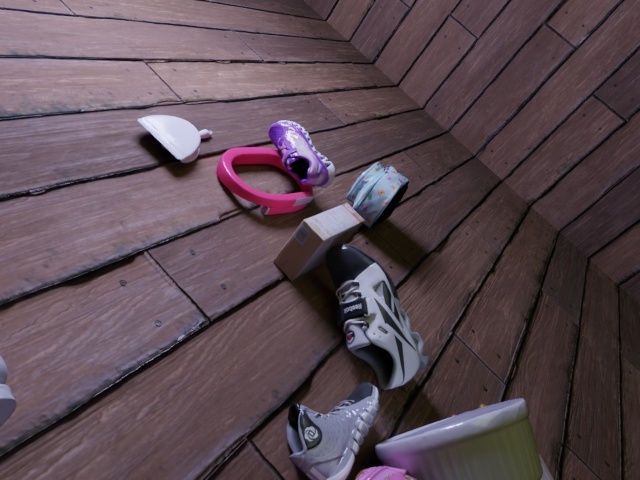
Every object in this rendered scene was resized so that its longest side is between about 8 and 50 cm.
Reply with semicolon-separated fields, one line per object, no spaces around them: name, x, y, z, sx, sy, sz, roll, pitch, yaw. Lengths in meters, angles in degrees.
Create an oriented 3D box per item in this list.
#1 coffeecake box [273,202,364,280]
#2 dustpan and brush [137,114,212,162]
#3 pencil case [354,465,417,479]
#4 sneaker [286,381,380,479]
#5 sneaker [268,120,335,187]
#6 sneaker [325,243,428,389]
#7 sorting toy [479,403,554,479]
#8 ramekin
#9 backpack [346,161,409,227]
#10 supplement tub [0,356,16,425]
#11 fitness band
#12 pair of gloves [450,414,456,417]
coffeecake box;0.000;0.000;1.091;0.068;0.142;0.185;47;35;13
dustpan and brush;-0.333;-0.259;1.169;0.147;0.060;0.211;44;41;5
pencil case;0.002;0.433;0.583;0.160;0.167;0.386;39;29;31
sneaker;0.016;0.302;0.815;0.132;0.086;0.228;37;35;1
sneaker;-0.068;-0.231;1.260;0.236;0.095;0.105;49;40;17
sneaker;0.096;0.159;0.998;0.146;0.122;0.330;-25;78;-46
sorting toy;0.405;0.482;0.941;0.196;0.047;0.347;30;21;-15
ramekin;0.237;0.369;0.795;0.273;0.273;0.127;2;62;-41
backpack;0.161;-0.130;1.370;0.144;0.166;0.188;36;31;-2
supplement tub;-0.449;0.136;0.517;0.199;0.144;0.144;48;35;13
fitness band;-0.135;-0.161;1.238;0.291;0.054;0.209;-12;56;-50
pair of gloves;0.332;0.456;0.984;0.198;0.023;0.159;34;34;-8
